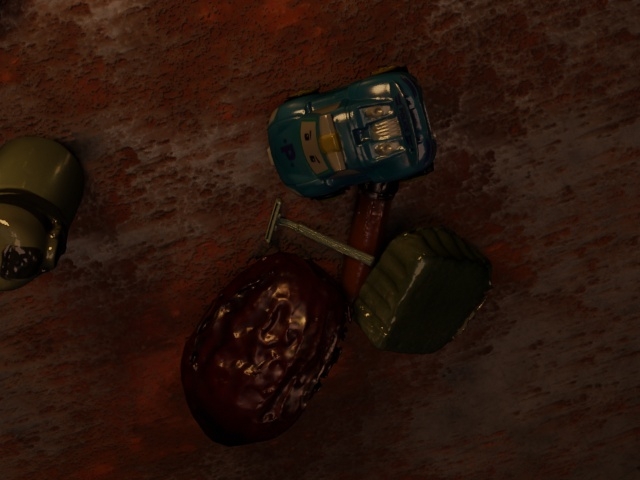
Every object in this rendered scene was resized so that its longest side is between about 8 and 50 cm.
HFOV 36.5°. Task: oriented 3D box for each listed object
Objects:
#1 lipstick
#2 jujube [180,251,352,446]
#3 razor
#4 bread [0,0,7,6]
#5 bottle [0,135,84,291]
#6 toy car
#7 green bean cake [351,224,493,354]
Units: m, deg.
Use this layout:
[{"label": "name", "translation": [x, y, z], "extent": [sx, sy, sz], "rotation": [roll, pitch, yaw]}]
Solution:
[{"label": "lipstick", "translation": [0.092, -0.049, 1.757], "extent": [0.077, 0.077, 0.419], "rotation": [7, 115, -8]}, {"label": "jujube", "translation": [-0.105, 0.198, 1.773], "extent": [0.258, 0.258, 0.377], "rotation": [31, 102, -17]}, {"label": "razor", "translation": [0.003, -0.002, 1.760], "extent": [0.211, 0.036, 0.084], "rotation": [22, 112, 11]}, {"label": "bread", "translation": [-0.571, -0.419, 1.540], "extent": [0.160, 0.073, 0.161], "rotation": [0, 113, -1]}, {"label": "bottle", "translation": [-0.484, -0.041, 1.566], "extent": [0.168, 0.347, 0.169], "rotation": [-2, 115, -5]}, {"label": "toy car", "translation": [0.038, -0.167, 1.608], "extent": [0.314, 0.166, 0.198], "rotation": [-11, 98, 27]}, {"label": "green bean cake", "translation": [0.191, 0.092, 1.767], "extent": [0.222, 0.125, 0.227], "rotation": [12, 119, -41]}]
